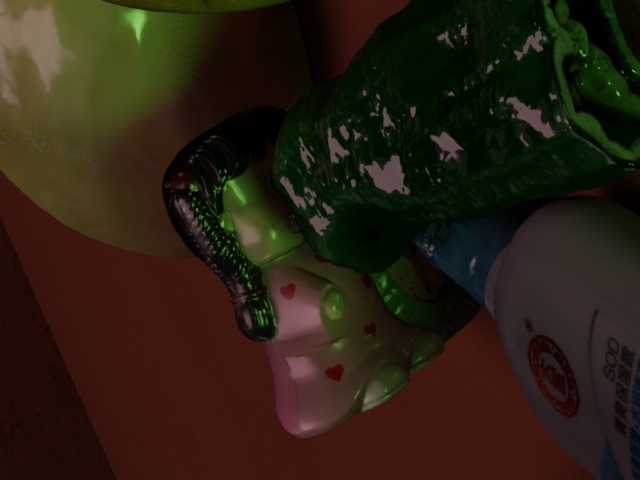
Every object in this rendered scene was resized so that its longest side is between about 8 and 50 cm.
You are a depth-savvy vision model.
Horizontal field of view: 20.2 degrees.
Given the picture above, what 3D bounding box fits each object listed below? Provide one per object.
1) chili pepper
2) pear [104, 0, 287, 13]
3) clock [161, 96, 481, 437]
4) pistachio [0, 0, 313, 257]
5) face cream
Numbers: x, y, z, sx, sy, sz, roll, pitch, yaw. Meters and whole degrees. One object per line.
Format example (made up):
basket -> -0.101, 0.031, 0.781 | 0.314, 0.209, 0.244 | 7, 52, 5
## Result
chili pepper -> 0.060, -0.057, 0.955 | 0.136, 0.099, 0.270 | 59, 144, 0
pear -> -0.046, -0.257, 0.788 | 0.304, 0.304, 0.304 | 53, 158, 33
clock -> 0.000, 0.000, 1.136 | 0.100, 0.194, 0.195 | -23, 101, 41
pistachio -> -0.134, -0.128, 1.277 | 0.321, 0.238, 0.229 | 54, 179, -39
face cream -> 0.159, 0.060, 0.938 | 0.337, 0.080, 0.163 | 43, 149, 48
